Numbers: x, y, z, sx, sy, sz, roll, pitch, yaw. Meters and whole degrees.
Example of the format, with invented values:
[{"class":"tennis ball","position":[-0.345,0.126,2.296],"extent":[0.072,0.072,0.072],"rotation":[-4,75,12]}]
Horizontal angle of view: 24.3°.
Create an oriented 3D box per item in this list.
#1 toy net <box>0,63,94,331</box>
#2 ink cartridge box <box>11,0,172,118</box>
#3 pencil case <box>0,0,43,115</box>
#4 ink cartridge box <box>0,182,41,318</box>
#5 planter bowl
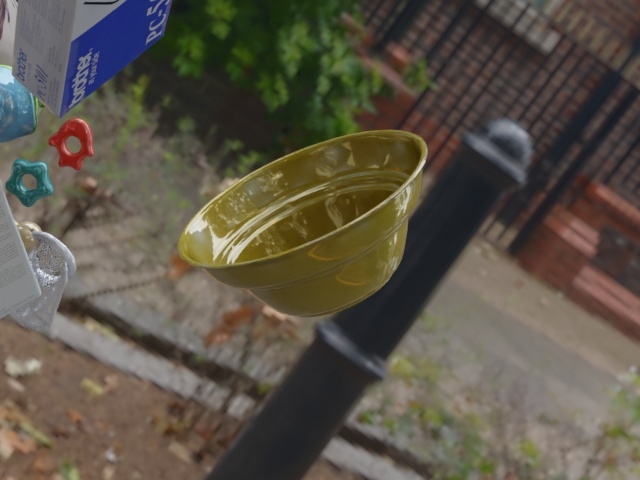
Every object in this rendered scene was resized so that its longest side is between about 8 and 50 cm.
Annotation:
[{"class":"toy net","position":[-0.243,-0.039,1.292],"extent":[0.122,0.232,0.045],"rotation":[-6,12,10]},{"class":"ink cartridge box","position":[-0.123,-0.159,0.850],"extent":[0.046,0.097,0.207],"rotation":[43,-27,6]},{"class":"pencil case","position":[-0.434,-0.233,1.744],"extent":[0.183,0.160,0.410],"rotation":[-6,-8,4]},{"class":"ink cartridge box","position":[-0.281,0.009,1.023],"extent":[0.045,0.145,0.179],"rotation":[44,-24,36]},{"class":"planter bowl","position":[0.000,0.000,1.209],"extent":[0.217,0.217,0.090],"rotation":[-116,-178,-68]}]
